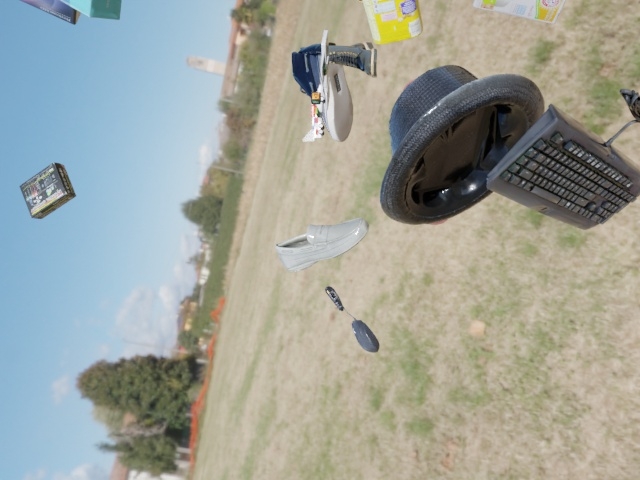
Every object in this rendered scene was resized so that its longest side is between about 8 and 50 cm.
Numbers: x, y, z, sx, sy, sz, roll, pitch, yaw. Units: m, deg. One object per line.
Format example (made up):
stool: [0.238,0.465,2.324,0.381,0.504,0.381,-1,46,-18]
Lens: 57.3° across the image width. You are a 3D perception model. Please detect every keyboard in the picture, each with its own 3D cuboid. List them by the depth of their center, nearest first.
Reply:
keyboard: [0.363,-0.105,0.761,0.202,0.317,0.033,-52,49,26]

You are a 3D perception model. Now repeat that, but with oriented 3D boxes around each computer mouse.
computer mouse: [0.084,0.231,1.694,0.242,0.041,0.071,49,160,23]

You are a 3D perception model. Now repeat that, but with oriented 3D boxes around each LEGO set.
LEGO set: [-0.009,-0.357,1.381,0.244,0.060,0.183,-84,-7,-45]

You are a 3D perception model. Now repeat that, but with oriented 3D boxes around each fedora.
fedora: [0.216,-0.180,1.015,0.153,0.333,0.334,65,151,30]

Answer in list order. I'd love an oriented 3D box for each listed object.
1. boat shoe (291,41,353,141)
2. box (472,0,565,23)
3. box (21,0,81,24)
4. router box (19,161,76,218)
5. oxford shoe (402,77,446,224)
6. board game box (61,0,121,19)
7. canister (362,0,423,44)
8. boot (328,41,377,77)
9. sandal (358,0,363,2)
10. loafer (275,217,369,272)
boat shoe: [0.005,-0.504,1.992,0.127,0.158,0.341,-40,-48,-38]
box: [0.480,-0.606,1.384,0.114,0.203,0.103,76,-149,-74]
box: [-0.872,-0.881,1.825,0.294,0.296,0.183,-35,38,60]
router box: [-0.672,-0.122,1.444,0.092,0.122,0.038,64,-165,13]
oxford shoe: [0.271,-0.213,1.393,0.130,0.122,0.349,-45,-48,-63]
board game box: [-0.499,-0.666,1.206,0.079,0.253,0.336,-19,-46,-50]
canister: [0.155,-0.526,1.289,0.170,0.126,0.073,62,-153,-52]
boot: [0.080,-0.487,1.588,0.198,0.136,0.077,-99,8,-63]
sandal: [0.098,-0.624,1.446,0.240,0.088,0.079,-103,-3,-54]
loafer: [0.000,0.000,1.799,0.319,0.111,0.112,-25,24,26]
